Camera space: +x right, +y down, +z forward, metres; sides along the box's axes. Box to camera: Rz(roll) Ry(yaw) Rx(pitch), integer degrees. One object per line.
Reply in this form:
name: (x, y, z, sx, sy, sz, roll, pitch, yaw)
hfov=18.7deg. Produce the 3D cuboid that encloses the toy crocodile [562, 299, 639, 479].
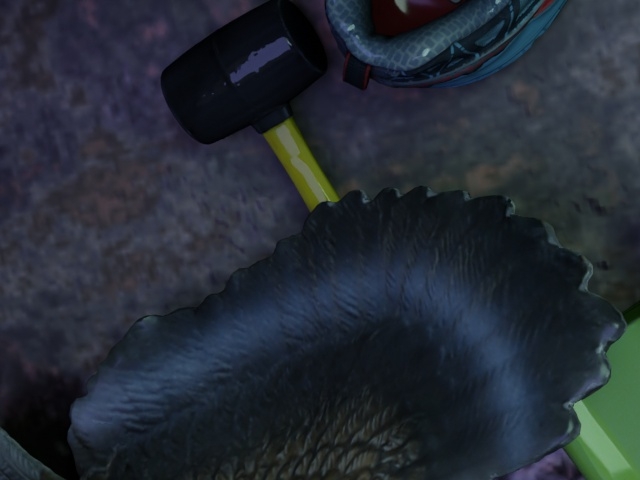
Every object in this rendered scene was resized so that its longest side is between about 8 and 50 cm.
toy crocodile: (0.220, -0.009, 0.664, 0.340, 0.105, 0.115, -32, 91, 21)

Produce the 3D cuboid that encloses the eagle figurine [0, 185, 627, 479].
eagle figurine: (-0.028, 0.127, 0.734, 0.298, 0.226, 0.225, -16, 65, -2)

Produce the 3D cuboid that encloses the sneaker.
sneaker: (0.082, -0.160, 0.663, 0.104, 0.125, 0.262, 28, 108, 9)

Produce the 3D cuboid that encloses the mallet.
mallet: (0.000, 0.000, 0.774, 0.062, 0.039, 0.190, -22, 98, 19)
